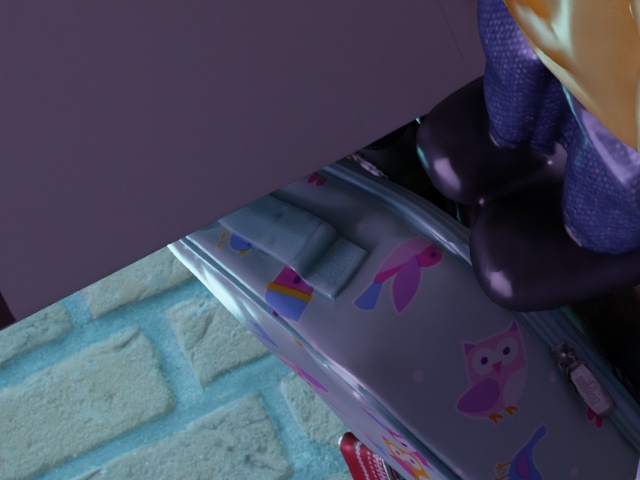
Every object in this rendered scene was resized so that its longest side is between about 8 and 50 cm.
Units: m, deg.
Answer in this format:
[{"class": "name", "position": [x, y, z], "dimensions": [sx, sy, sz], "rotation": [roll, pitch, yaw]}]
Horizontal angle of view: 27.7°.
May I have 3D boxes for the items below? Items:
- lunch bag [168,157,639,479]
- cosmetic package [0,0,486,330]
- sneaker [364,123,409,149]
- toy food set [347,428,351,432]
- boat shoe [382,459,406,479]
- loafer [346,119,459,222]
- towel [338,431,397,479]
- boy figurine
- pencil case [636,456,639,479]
[{"class": "lunch bag", "position": [0.038, 0.042, 0.684], "dimensions": [0.224, 0.108, 0.279], "rotation": [49, 170, -33]}, {"class": "cosmetic package", "position": [-0.128, -0.095, 0.572], "dimensions": [0.217, 0.385, 0.156], "rotation": [62, 177, -15]}, {"class": "sneaker", "position": [-0.030, -0.171, 0.797], "dimensions": [0.283, 0.107, 0.124], "rotation": [65, -175, 28]}, {"class": "toy food set", "position": [0.040, 0.102, 1.311], "dimensions": [0.104, 0.111, 0.232], "rotation": [-126, 13, -71]}, {"class": "boat shoe", "position": [0.104, 0.185, 1.083], "dimensions": [0.091, 0.114, 0.302], "rotation": [60, 176, -29]}, {"class": "loafer", "position": [0.063, 0.029, 0.892], "dimensions": [0.084, 0.096, 0.267], "rotation": [50, 165, 43]}, {"class": "towel", "position": [0.134, 0.285, 1.204], "dimensions": [0.275, 0.031, 0.199], "rotation": [12, 131, 52]}, {"class": "boy figurine", "position": [0.073, -0.072, 0.344], "dimensions": [0.285, 0.092, 0.177], "rotation": [71, 177, -67]}, {"class": "pencil case", "position": [0.150, 0.091, 0.427], "dimensions": [0.088, 0.086, 0.206], "rotation": [29, 158, 27]}]
